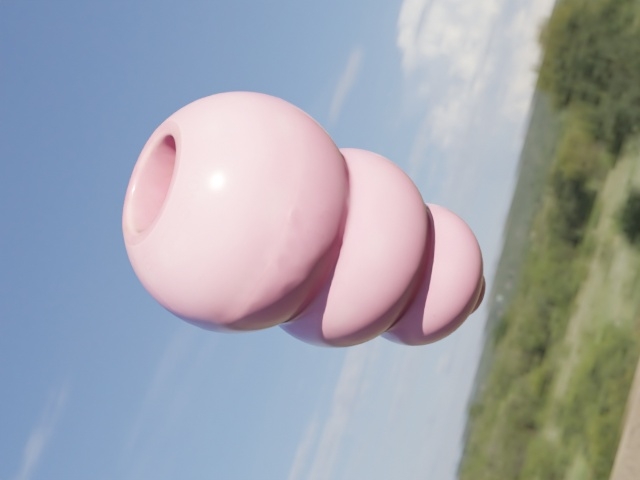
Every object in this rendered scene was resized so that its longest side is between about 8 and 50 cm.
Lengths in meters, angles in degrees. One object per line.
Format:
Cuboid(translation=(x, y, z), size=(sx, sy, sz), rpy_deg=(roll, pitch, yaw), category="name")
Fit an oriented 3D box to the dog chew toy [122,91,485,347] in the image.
Cuboid(translation=(0.000, 0.000, 1.336), size=(0.206, 0.331, 0.207), rpy_deg=(-41, 40, 46), category="dog chew toy")
